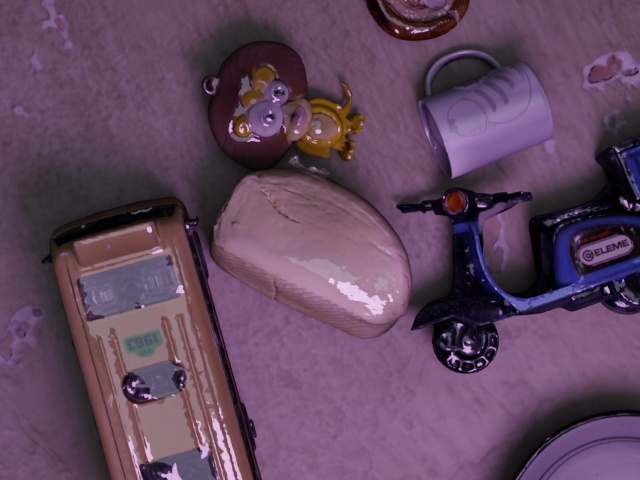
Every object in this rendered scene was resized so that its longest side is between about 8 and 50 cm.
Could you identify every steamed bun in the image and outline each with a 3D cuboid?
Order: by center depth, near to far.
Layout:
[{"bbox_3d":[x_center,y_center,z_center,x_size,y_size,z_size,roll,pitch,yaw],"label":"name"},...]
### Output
[{"bbox_3d":[0.000,0.000,1.696,0.239,0.170,0.152,24,79,3],"label":"steamed bun"}]

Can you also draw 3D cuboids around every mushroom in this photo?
[{"bbox_3d":[0.111,-0.286,1.759,0.123,0.052,0.123,1,87,-11],"label":"mushroom"}]

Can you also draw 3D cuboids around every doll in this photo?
[{"bbox_3d":[-0.041,-0.155,1.731,0.188,0.096,0.145,-6,99,-14],"label":"doll"}]

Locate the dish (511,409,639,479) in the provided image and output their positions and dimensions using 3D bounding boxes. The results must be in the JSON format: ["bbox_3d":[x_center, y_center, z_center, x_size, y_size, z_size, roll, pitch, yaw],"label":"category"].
[{"bbox_3d":[0.342,0.345,1.759,0.317,0.106,0.316,0,89,-7],"label":"dish"}]

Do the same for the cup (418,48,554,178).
[{"bbox_3d":[0.181,-0.155,1.742,0.133,0.099,0.136,-21,93,-3],"label":"cup"}]

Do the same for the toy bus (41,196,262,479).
[{"bbox_3d":[-0.177,0.139,1.666,0.177,0.202,0.365,-16,91,-3],"label":"toy bus"}]

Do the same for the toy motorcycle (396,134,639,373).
[{"bbox_3d":[0.258,0.008,1.745,0.359,0.125,0.212,-20,84,-6],"label":"toy motorcycle"}]
